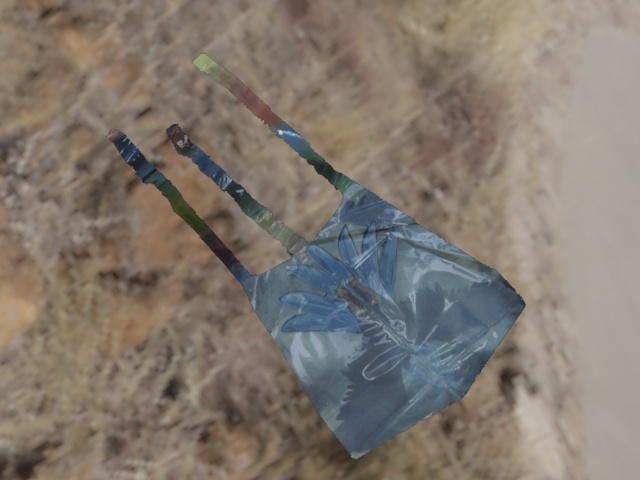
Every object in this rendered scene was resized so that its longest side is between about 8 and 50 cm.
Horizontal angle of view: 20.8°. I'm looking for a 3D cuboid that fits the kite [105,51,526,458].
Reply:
[{"bbox_3d":[0.000,-0.001,1.227,0.310,0.169,0.015,50,10,-11],"label":"kite"}]
